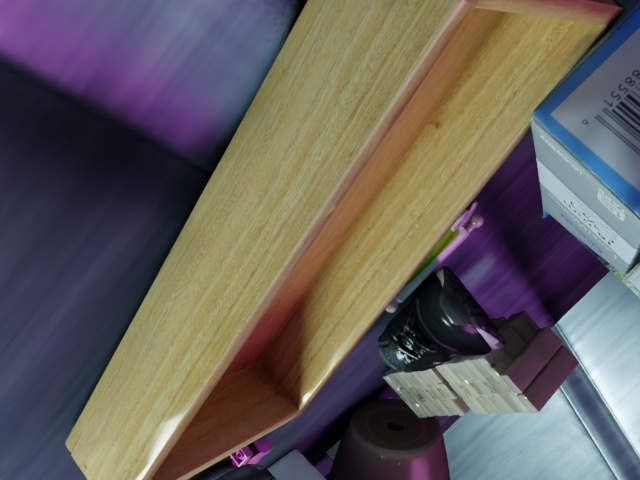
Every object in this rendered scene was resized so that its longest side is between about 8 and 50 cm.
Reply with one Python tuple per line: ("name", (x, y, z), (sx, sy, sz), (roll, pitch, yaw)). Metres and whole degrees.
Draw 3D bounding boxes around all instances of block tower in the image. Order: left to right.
("block tower", (0.205, 0.178, 1.078), (0.097, 0.091, 0.335), (-41, -178, -23))

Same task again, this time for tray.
("tray", (0.000, 0.000, 0.503), (0.203, 0.076, 0.411), (-17, 148, -52))

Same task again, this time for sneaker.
("sneaker", (0.128, 0.113, 0.904), (0.124, 0.107, 0.283), (-36, 168, 1))

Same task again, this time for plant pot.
("plant pot", (0.115, 0.394, 1.300), (0.263, 0.263, 0.229), (-23, 124, -44))

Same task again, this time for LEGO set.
("LEGO set", (-0.106, 0.340, 0.980), (0.227, 0.087, 0.093), (-52, 158, 27))

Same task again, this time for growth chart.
("growth chart", (0.084, 0.022, 0.784), (0.172, 0.021, 0.237), (-48, 162, 17))

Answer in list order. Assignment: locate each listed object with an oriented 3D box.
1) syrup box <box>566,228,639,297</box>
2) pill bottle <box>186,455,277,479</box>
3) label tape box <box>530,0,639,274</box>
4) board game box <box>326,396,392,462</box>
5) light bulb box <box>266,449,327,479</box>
("syrup box", (0.445, -0.004, 1.095), (0.096, 0.237, 0.093), (-21, 151, -44))
("pill bottle", (-0.063, 0.310, 0.761), (0.130, 0.245, 0.130), (-37, 158, -18))
("label tape box", (0.285, -0.097, 0.592), (0.240, 0.106, 0.334), (-45, 161, 6))
("board game box", (0.080, 0.360, 1.461), (0.154, 0.026, 0.103), (-38, 160, -12))
("light bulb box", (-0.020, 0.576, 1.143), (0.225, 0.358, 0.361), (-28, 144, -34))
